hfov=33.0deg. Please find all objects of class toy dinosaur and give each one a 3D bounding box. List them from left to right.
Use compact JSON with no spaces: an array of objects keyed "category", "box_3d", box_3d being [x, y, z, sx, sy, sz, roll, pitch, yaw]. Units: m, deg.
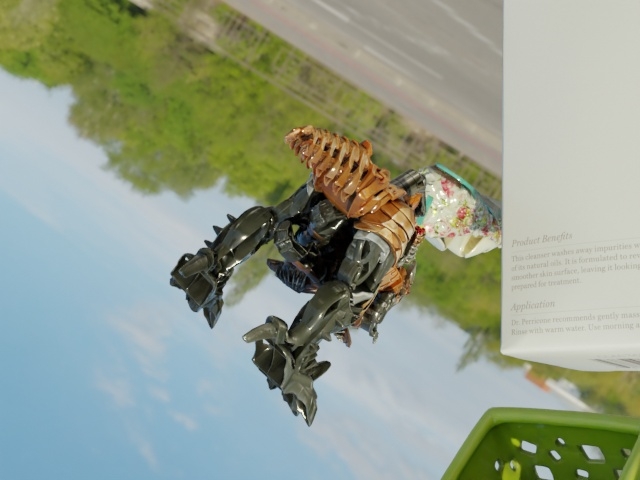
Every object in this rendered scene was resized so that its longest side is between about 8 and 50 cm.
[{"category":"toy dinosaur","box_3d":[0.000,0.000,0.871,0.164,0.218,0.322,37,163,43]}]

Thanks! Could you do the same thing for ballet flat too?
[{"category":"ballet flat","box_3d":[0.148,-0.023,1.135,0.091,0.077,0.241,35,-172,30]}]

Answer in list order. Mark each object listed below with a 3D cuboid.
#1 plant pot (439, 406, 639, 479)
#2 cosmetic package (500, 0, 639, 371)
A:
[{"category":"plant pot","box_3d":[0.265,0.335,1.182,0.227,0.228,0.207,-4,128,46]},{"category":"cosmetic package","box_3d":[0.277,-0.088,0.909,0.217,0.385,0.156,-6,164,41]}]
